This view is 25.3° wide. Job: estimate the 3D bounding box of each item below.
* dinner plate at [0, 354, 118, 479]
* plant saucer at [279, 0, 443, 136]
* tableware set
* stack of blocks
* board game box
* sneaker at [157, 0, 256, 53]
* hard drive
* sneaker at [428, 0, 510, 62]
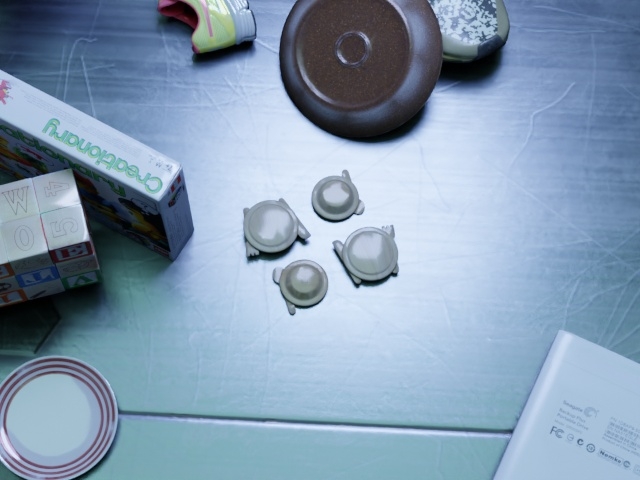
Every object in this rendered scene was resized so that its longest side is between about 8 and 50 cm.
[{"bbox_3d":[-0.290,0.194,1.549,0.141,0.017,0.141,1,71,-2],"label":"dinner plate"},{"bbox_3d":[0.041,-0.219,1.644,0.199,0.036,0.198,1,92,18],"label":"plant saucer"},{"bbox_3d":[0.000,0.000,1.621,0.169,0.020,0.141,-22,74,-10],"label":"tableware set"},{"bbox_3d":[-0.390,0.028,1.525,0.297,0.171,0.087,-15,71,-7],"label":"stack of blocks"},{"bbox_3d":[-0.285,-0.096,1.559,0.305,0.193,0.053,27,72,9],"label":"board game box"},{"bbox_3d":[-0.161,-0.312,1.697,0.094,0.081,0.208,-29,74,-8],"label":"sneaker"},{"bbox_3d":[0.290,0.299,1.506,0.233,0.047,0.353,24,71,7],"label":"hard drive"},{"bbox_3d":[0.086,-0.389,1.673,0.158,0.182,0.410,-30,74,-11],"label":"sneaker"}]
